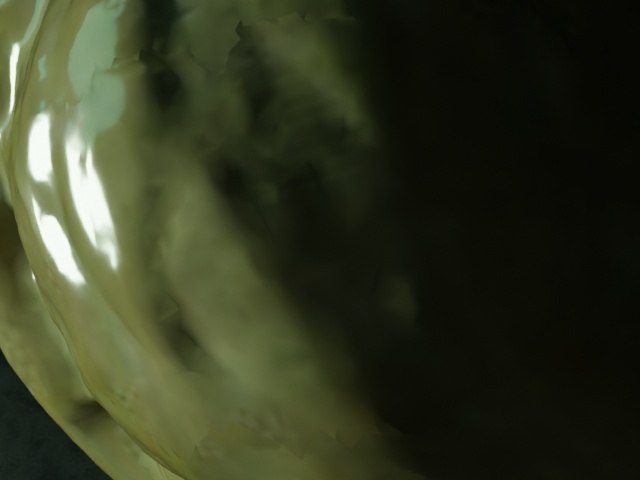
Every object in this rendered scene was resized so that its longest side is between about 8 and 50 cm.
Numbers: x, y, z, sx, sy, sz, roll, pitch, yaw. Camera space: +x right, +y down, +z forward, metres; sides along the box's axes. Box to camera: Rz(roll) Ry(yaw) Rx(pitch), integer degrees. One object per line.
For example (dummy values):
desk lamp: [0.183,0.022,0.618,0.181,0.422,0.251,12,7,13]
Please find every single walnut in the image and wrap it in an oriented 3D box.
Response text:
walnut: [0.038,-0.021,0.709,0.381,0.381,0.381,20,-90,-89]
